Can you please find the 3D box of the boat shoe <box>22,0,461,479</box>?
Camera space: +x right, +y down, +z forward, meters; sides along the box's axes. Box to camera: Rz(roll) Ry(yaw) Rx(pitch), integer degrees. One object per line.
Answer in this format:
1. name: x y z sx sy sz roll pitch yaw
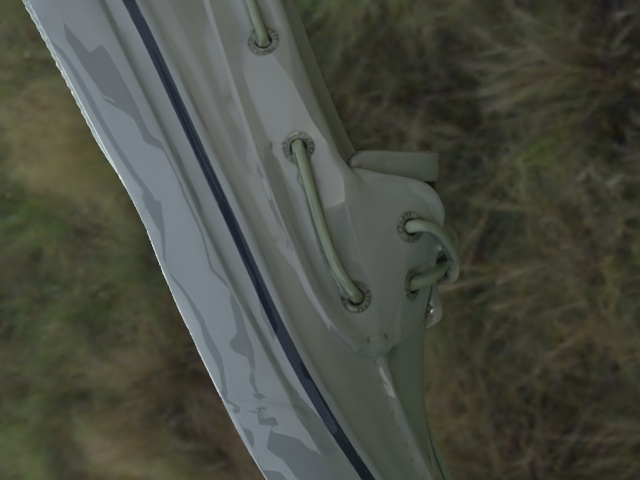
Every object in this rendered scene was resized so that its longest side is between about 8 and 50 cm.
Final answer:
1. boat shoe: 0.000 0.000 0.396 0.226 0.075 0.083 61 -177 -4
